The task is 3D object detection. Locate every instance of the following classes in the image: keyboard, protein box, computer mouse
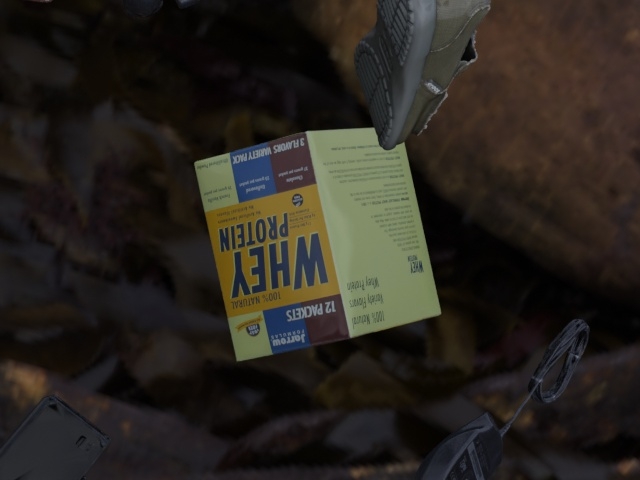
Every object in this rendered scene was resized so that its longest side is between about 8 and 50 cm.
[{"bbox_3d":[-0.261,0.227,1.579,0.100,0.038,0.192,43,84,-25],"label":"keyboard"},{"bbox_3d":[0.000,0.000,1.849,0.200,0.136,0.201,-9,87,-60],"label":"protein box"},{"bbox_3d":[0.156,0.152,1.624,0.041,0.071,0.242,25,57,36],"label":"computer mouse"}]

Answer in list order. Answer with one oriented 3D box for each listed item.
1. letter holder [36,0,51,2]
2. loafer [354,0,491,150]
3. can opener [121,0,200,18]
[{"bbox_3d":[-0.283,-0.340,1.521,0.302,0.152,0.214,42,18,20],"label":"letter holder"},{"bbox_3d":[0.087,-0.148,1.501,0.087,0.251,0.094,-13,74,-12],"label":"loafer"},{"bbox_3d":[-0.121,-0.219,1.075,0.073,0.059,0.186,-21,95,-17],"label":"can opener"}]
